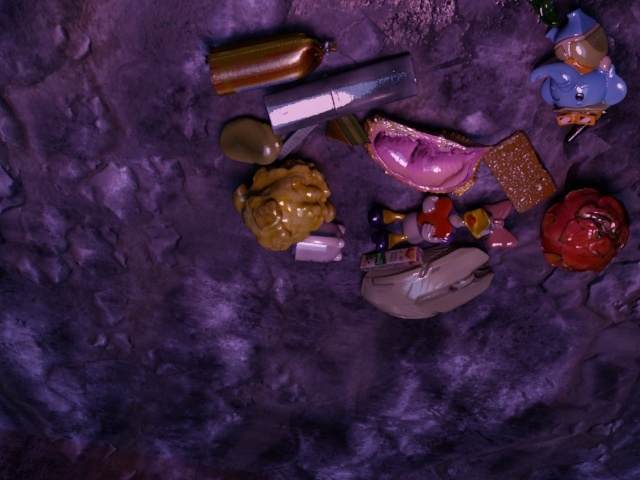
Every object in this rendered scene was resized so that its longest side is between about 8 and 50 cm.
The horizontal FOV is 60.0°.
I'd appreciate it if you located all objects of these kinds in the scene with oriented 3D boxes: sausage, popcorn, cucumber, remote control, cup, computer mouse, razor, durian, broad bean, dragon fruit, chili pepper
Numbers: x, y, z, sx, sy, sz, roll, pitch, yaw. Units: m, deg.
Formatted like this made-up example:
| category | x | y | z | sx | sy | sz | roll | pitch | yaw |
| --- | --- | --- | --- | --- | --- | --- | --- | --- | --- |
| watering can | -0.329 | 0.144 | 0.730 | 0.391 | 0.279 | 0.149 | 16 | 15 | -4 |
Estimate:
| category | x | y | z | sx | sy | sz | roll | pitch | yaw |
| --- | --- | --- | --- | --- | --- | --- | --- | --- | --- |
| sausage | -0.116 | -0.441 | 1.342 | 0.317 | 0.117 | 0.125 | -10 | 142 | 10 |
| popcorn | -0.098 | -0.107 | 1.539 | 0.250 | 0.242 | 0.235 | -27 | 164 | -17 |
| cucumber | 0.687 | -0.305 | 1.437 | 0.135 | 0.033 | 0.034 | -41 | 78 | 30 |
| remote control | 0.050 | -0.362 | 1.384 | 0.377 | 0.044 | 0.107 | -16 | 109 | 2 |
| cup | 0.001 | -0.009 | 1.654 | 0.141 | 0.134 | 0.173 | 6 | 150 | -2 |
| computer mouse | 0.331 | 0.145 | 1.756 | 0.428 | 0.145 | 0.228 | -15 | 123 | 16 |
| razor | -0.033 | -0.307 | 1.477 | 0.111 | 0.056 | 0.278 | 34 | 123 | -22 |
| popcorn | 0.397 | -0.162 | 1.549 | 0.057 | 0.083 | 0.082 | 39 | 90 | 10 |
| durian | 0.265 | -0.236 | 1.484 | 0.341 | 0.112 | 0.191 | 15 | 138 | 3 |
| broad bean | -0.187 | -0.266 | 1.497 | 0.174 | 0.082 | 0.124 | 14 | 112 | 3 |
| dragon fruit | 0.722 | -0.028 | 1.528 | 0.250 | 0.250 | 0.315 | -42 | 158 | 31 |
| chili pepper | 0.500 | -0.566 | 1.226 | 0.073 | 0.050 | 0.182 | 1 | 125 | 13 |

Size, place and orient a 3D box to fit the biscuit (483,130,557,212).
| category | x | y | z | sx | sy | sz | roll | pitch | yaw |
| --- | --- | --- | --- | --- | --- | --- | --- | --- | --- |
| biscuit | 0.554 | -0.187 | 1.538 | 0.131 | 0.025 | 0.231 | -32 | 118 | 18 |

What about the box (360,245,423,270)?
| category | x | y | z | sx | sy | sz | roll | pitch | yaw |
| --- | --- | --- | --- | --- | --- | --- | --- | --- | --- |
| box | 0.218 | 0.058 | 1.707 | 0.207 | 0.050 | 0.041 | -11 | 148 | 38 |

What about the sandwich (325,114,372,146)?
| category | x | y | z | sx | sy | sz | roll | pitch | yaw |
| --- | --- | --- | --- | --- | --- | --- | --- | --- | --- |
| sandwich | 0.072 | -0.264 | 1.448 | 0.074 | 0.116 | 0.074 | -11 | 148 | -29 |

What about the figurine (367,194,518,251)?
| category | x | y | z | sx | sy | sz | roll | pitch | yaw |
| --- | --- | --- | --- | --- | --- | --- | --- | --- | --- |
| figurine | 0.345 | -0.041 | 1.596 | 0.420 | 0.154 | 0.193 | -5 | 165 | 14 |

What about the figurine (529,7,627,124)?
| category | x | y | z | sx | sy | sz | roll | pitch | yaw |
| --- | --- | --- | --- | --- | --- | --- | --- | --- | --- |
| figurine | 0.599 | -0.399 | 1.315 | 0.180 | 0.154 | 0.262 | -22 | 107 | 31 |
